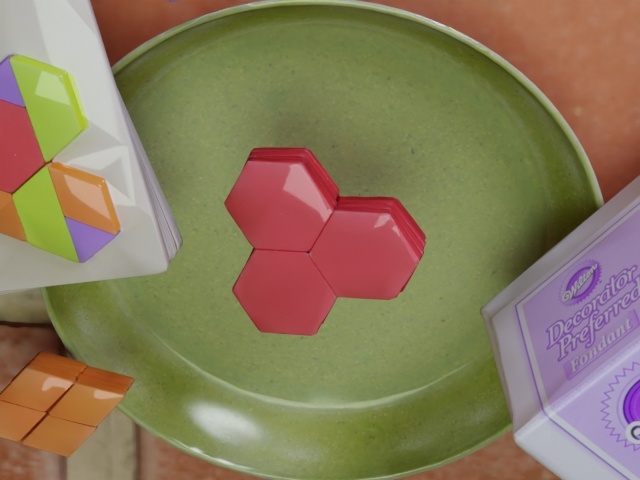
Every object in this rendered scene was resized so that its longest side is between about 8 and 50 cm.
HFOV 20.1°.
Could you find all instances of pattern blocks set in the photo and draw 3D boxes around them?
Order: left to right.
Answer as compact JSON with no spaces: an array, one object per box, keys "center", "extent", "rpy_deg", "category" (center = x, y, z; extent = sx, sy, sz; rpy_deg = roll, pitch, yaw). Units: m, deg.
[{"center":[-0.151,-0.034,0.725],"extent":[0.325,0.026,0.285],"rpy_deg":[-22,111,24],"category":"pattern blocks set"}]

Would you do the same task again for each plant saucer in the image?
[{"center":[0.000,0.000,0.766],"extent":[0.241,0.037,0.241],"rpy_deg":[2,123,3],"category":"plant saucer"}]

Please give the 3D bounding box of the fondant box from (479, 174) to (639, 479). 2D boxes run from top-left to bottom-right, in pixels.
[{"center":[0.265,0.069,0.737],"extent":[0.330,0.096,0.238],"rpy_deg":[38,114,-24],"category":"fondant box"}]
